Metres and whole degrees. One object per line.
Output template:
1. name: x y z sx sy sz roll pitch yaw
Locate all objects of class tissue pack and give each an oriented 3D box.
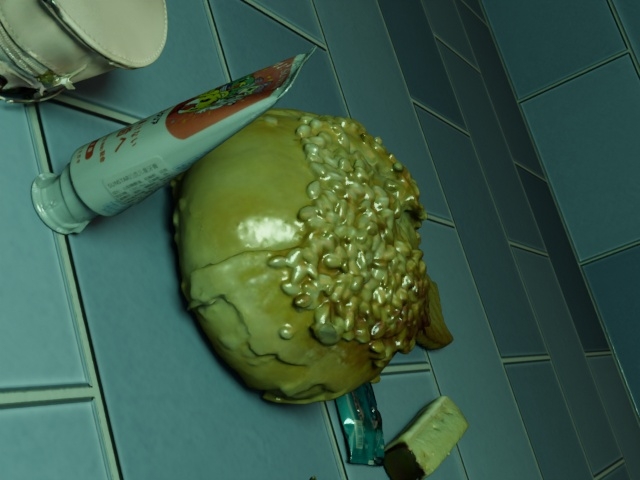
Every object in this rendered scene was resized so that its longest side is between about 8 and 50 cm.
1. tissue pack: 0.041 0.175 0.987 0.085 0.028 0.138 26 42 -55

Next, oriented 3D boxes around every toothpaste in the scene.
1. toothpaste: -0.105 -0.070 0.648 0.057 0.234 0.089 57 25 -20

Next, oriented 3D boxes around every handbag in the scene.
1. handbag: -0.219 -0.203 0.680 0.179 0.116 0.205 -15 82 -65

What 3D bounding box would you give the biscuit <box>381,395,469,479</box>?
1. biscuit: 0.126 0.235 1.076 0.056 0.052 0.188 53 22 9

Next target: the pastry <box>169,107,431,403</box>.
1. pastry: 0.000 0.000 0.863 0.285 0.184 0.316 60 25 -12

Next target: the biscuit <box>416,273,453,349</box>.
1. biscuit: 0.111 0.041 1.242 0.176 0.031 0.229 13 56 -62

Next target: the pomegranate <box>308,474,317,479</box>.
1. pomegranate: -0.023 0.261 0.689 0.122 0.122 0.162 25 75 -56
